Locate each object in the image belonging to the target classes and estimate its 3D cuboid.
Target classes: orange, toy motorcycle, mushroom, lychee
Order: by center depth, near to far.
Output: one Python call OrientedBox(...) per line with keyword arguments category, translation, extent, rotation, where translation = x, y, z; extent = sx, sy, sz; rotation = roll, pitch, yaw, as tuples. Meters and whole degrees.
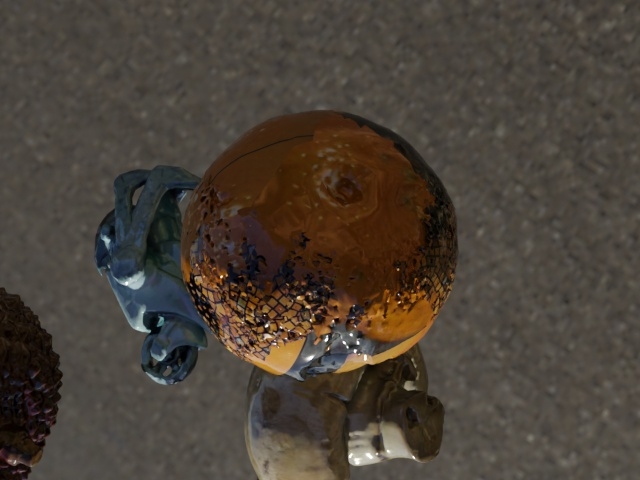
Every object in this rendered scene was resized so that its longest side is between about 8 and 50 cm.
OrientedBox(category="orange", translation=(0.000, 0.000, 1.404), extent=(0.234, 0.234, 0.182), rotation=(30, 154, 8))
OrientedBox(category="lychee", translation=(-0.402, 0.154, 1.704), extent=(0.304, 0.275, 0.275), rotation=(21, 144, 26))
OrientedBox(category="mushroom", translation=(0.027, 0.160, 1.858), extent=(0.195, 0.254, 0.189), rotation=(5, 124, 36))
OrientedBox(category="toy motorcycle", translation=(-0.174, 0.031, 2.080), extent=(0.154, 0.206, 0.260), rotation=(27, -149, -56))
